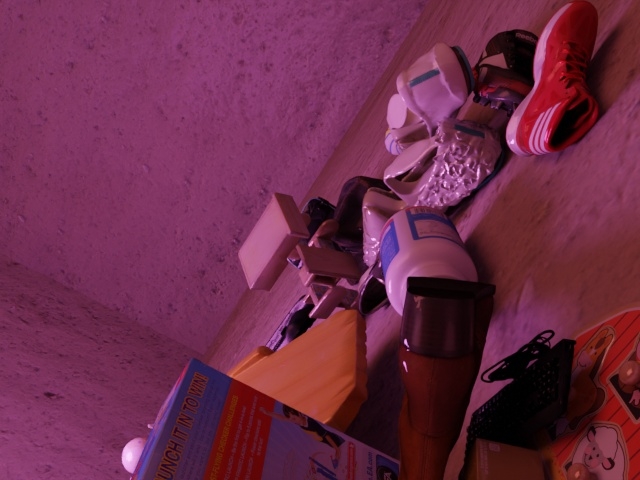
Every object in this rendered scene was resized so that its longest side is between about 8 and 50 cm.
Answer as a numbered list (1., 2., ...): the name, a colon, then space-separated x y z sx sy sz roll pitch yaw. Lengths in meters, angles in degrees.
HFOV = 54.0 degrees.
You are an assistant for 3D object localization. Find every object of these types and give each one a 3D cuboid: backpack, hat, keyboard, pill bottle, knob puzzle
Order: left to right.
1. backpack: 0.000 0.000 1.646 0.188 0.166 0.144 -59 -3 -3
2. hat: 0.099 -0.068 1.423 0.331 0.134 0.331 -58 9 15
3. pill bottle: 0.149 0.042 0.875 0.124 0.124 0.221 -58 10 20
4. keyboard: 0.173 0.148 0.595 0.192 0.038 0.100 113 -178 -52
5. knob puzzle: 0.232 0.121 0.502 0.213 0.030 0.213 -58 9 16

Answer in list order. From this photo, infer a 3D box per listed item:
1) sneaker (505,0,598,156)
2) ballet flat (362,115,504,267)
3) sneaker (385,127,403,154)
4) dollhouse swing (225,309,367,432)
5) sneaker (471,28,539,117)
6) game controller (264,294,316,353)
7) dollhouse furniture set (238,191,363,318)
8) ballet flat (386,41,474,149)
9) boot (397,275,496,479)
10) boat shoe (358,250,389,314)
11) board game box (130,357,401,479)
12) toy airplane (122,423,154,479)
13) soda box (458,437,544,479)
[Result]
1. sneaker: 0.335 -0.211 0.821 0.128 0.087 0.221 -144 71 -72
2. ballet flat: 0.156 -0.082 1.127 0.409 0.147 0.147 -50 15 47
3. sneaker: 0.206 -0.231 1.458 0.126 0.091 0.240 -66 12 -25
4. dollhouse swing: -0.023 0.332 0.976 0.305 0.315 0.347 -20 18 10
5. sneaker: 0.309 -0.274 1.021 0.135 0.098 0.276 -60 8 22
6. game controller: -0.089 0.246 1.328 0.319 0.067 0.166 -56 6 30
7. dollhouse furniture set: -0.011 0.021 1.239 0.161 0.242 0.212 -55 42 30
8. ballet flat: 0.179 -0.228 1.122 0.139 0.139 0.400 -62 -9 -3
9. boot: 0.124 0.182 0.641 0.264 0.096 0.280 -17 -69 -80
10. boat shoe: 0.127 0.055 1.106 0.223 0.080 0.073 121 166 -44
11. board game box: -0.049 0.299 0.629 0.086 0.302 0.308 -57 10 22
12. toy airplane: -0.371 0.589 1.553 0.386 0.272 0.384 -50 15 48
13. soda box: 0.141 0.248 0.479 0.181 0.058 0.061 -75 -4 -53
